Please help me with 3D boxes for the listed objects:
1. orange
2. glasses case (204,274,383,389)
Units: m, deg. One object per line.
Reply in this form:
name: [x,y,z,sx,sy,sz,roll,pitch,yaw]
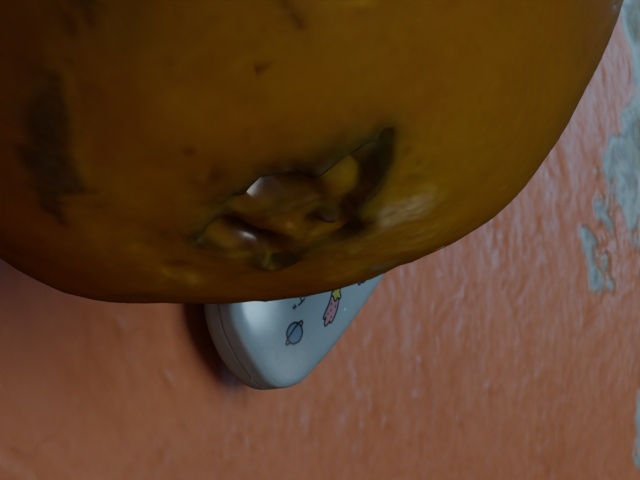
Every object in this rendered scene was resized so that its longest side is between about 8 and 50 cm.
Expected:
orange: [-0.036,-0.128,0.674,0.312,0.312,0.312,15,71,-51]
glasses case: [0.000,0.000,0.904,0.067,0.045,0.178,62,40,-25]
